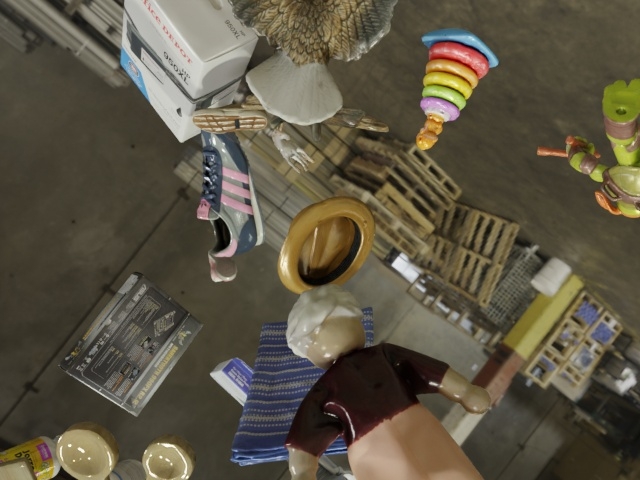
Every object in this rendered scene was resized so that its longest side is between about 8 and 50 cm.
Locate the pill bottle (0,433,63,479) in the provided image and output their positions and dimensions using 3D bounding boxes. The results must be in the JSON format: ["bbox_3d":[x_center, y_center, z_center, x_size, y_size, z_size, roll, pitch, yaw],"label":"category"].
[{"bbox_3d":[-0.291,0.223,0.566,0.043,0.043,0.083,38,-151,27],"label":"pill bottle"}]

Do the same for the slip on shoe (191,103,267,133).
[{"bbox_3d":[-0.165,-0.228,1.038,0.051,0.135,0.041,98,166,-56],"label":"slip on shoe"}]

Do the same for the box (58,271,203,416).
[{"bbox_3d":[-0.375,0.208,1.157,0.056,0.231,0.183,8,148,49],"label":"box"}]

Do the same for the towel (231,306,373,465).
[{"bbox_3d":[-0.023,0.251,1.045,0.336,0.243,0.040,-81,-24,-55],"label":"towel"}]

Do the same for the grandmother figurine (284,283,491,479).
[{"bbox_3d":[0.059,0.185,0.556,0.342,0.207,0.104,59,159,32],"label":"grandmother figurine"}]

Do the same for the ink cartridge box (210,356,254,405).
[{"bbox_3d":[-0.162,0.381,1.399,0.223,0.045,0.224,44,154,-3],"label":"ink cartridge box"}]

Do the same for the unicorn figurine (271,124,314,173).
[{"bbox_3d":[-0.069,-0.216,1.363,0.111,0.060,0.162,46,179,-1],"label":"unicorn figurine"}]

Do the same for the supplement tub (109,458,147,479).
[{"bbox_3d":[-0.317,0.382,0.881,0.071,0.071,0.107,38,177,13],"label":"supplement tub"}]

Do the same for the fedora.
[{"bbox_3d":[0.000,0.000,0.961,0.194,0.194,0.079,39,-173,-43],"label":"fedora"}]

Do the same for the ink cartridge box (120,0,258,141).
[{"bbox_3d":[-0.341,-0.471,1.414,0.286,0.166,0.395,52,153,1],"label":"ink cartridge box"}]

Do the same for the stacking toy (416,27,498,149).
[{"bbox_3d":[0.322,-0.374,1.482,0.175,0.302,0.165,19,177,45],"label":"stacking toy"}]

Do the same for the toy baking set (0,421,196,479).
[{"bbox_3d":[-0.115,0.221,0.350,0.256,0.196,0.030,51,-164,-9],"label":"toy baking set"}]

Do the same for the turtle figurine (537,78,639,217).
[{"bbox_3d":[0.360,-0.086,0.662,0.269,0.087,0.217,37,171,34],"label":"turtle figurine"}]

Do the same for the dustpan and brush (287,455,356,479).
[{"bbox_3d":[0.017,0.459,1.133,0.147,0.060,0.211,36,170,47],"label":"dustpan and brush"}]

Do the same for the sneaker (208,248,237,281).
[{"bbox_3d":[-0.231,0.077,1.366,0.134,0.050,0.070,44,143,52],"label":"sneaker"}]

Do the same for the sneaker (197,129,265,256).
[{"bbox_3d":[-0.221,-0.111,1.262,0.112,0.131,0.319,8,120,50],"label":"sneaker"}]

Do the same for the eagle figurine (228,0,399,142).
[{"bbox_3d":[-0.009,-0.280,0.646,0.225,0.299,0.226,32,-147,33],"label":"eagle figurine"}]
